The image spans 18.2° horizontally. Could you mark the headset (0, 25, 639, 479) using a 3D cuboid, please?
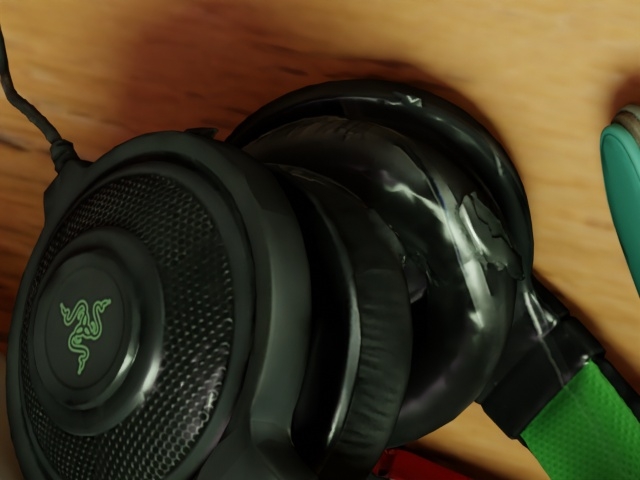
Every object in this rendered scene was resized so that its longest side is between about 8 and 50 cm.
[{"bbox_3d":[0.000,0.000,0.672,0.394,0.243,0.185,44,115,11],"label":"headset"}]

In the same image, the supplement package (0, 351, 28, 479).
[{"bbox_3d":[-0.110,0.183,0.701,0.175,0.177,0.293,-44,94,3],"label":"supplement package"}]

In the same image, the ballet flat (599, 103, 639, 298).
[{"bbox_3d":[0.157,0.040,0.747,0.068,0.072,0.213,-19,111,-8],"label":"ballet flat"}]

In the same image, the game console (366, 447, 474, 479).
[{"bbox_3d":[0.059,0.285,0.877,0.342,0.060,0.387,24,118,3],"label":"game console"}]
